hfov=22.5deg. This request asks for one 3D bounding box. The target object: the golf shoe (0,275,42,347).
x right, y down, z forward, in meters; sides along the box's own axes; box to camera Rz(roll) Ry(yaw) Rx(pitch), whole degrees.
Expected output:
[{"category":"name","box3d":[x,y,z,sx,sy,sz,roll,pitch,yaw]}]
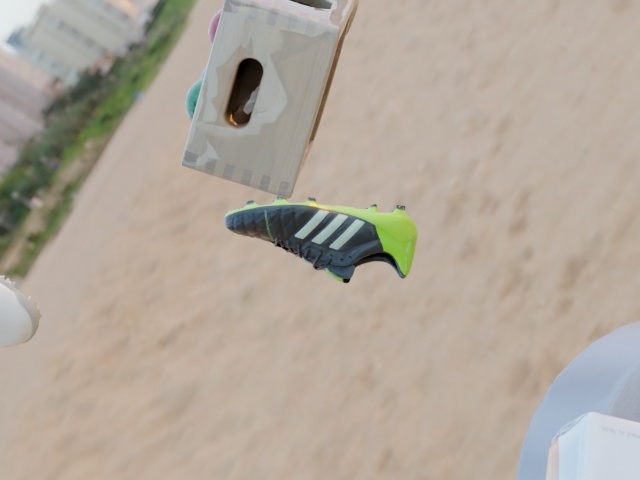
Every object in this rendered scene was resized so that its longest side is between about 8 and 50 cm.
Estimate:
[{"category":"golf shoe","box3d":[-0.292,0.056,1.155,0.086,0.176,0.069,-91,19,-53]}]

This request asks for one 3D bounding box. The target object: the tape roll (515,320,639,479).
[{"category":"tape roll","box3d":[0.216,0.148,0.878,0.219,0.219,0.072,-60,18,-16]}]

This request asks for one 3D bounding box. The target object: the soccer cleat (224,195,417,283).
[{"category":"soccer cleat","box3d":[0.000,0.000,1.476,0.060,0.179,0.072,105,169,-80]}]

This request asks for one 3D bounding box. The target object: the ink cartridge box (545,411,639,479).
[{"category":"ink cartridge box","box3d":[0.148,0.162,0.572,0.045,0.145,0.179,122,160,-65]}]

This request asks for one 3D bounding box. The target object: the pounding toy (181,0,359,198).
[{"category":"pounding toy","box3d":[-0.028,-0.156,1.179,0.206,0.094,0.181,-72,-1,-70]}]
